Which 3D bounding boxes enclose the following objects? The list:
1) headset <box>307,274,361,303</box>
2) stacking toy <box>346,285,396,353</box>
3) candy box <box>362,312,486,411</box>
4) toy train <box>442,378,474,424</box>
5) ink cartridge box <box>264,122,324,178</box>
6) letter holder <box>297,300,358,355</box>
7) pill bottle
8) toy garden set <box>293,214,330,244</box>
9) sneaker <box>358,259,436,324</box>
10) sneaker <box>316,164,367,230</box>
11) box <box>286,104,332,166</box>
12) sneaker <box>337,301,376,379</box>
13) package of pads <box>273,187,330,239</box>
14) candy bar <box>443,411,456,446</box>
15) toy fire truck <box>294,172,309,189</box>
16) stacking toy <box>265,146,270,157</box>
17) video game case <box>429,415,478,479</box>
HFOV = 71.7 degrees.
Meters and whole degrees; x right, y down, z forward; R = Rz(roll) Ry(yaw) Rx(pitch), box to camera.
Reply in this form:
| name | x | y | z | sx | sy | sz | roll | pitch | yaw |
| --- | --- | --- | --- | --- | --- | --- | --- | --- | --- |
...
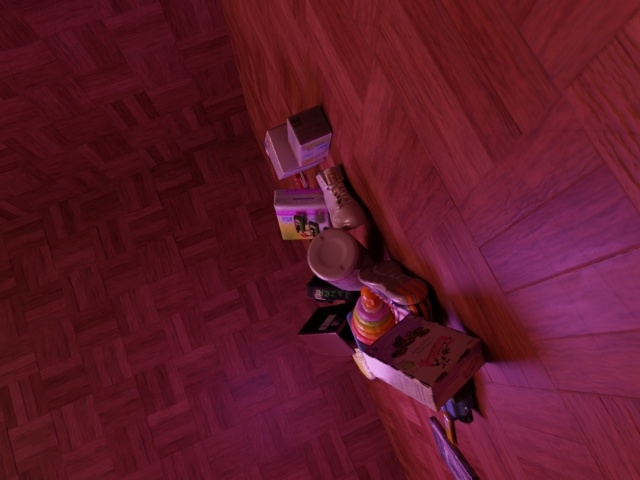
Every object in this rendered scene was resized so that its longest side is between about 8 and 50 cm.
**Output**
| name | x | y | z | sx | sy | sz | roll | pitch | yaw |
| --- | --- | --- | --- | --- | --- | --- | --- | --- | --- |
| headset | 0.084 | 0.216 | 1.786 | 0.394 | 0.243 | 0.185 | -12 | -78 | -78 |
| stacking toy | 0.167 | 0.222 | 1.420 | 0.302 | 0.166 | 0.175 | 73 | 175 | -53 |
| candy box | 0.220 | 0.250 | 0.950 | 0.196 | 0.165 | 0.070 | 14 | 129 | 52 |
| toy train | 0.332 | 0.379 | 1.104 | 0.105 | 0.080 | 0.184 | 39 | 151 | 63 |
| ink cartridge box | -0.105 | -0.348 | 1.694 | 0.233 | 0.168 | 0.171 | -168 | 56 | -80 |
| letter holder | 0.089 | 0.374 | 1.713 | 0.214 | 0.152 | 0.302 | 47 | 151 | -12 |
| pill bottle | 0.081 | 0.073 | 1.417 | 0.160 | 0.160 | 0.283 | 64 | -168 | 23 |
| toy garden set | 0.000 | 0.000 | 1.864 | 0.244 | 0.049 | 0.204 | 21 | 158 | 12 |
| sneaker | 0.205 | 0.173 | 1.206 | 0.321 | 0.125 | 0.180 | -134 | 23 | -71 |
| sneaker | 0.052 | -0.147 | 1.413 | 0.292 | 0.108 | 0.169 | -125 | 11 | -65 |
| box | -0.039 | -0.338 | 1.455 | 0.203 | 0.114 | 0.103 | 108 | 137 | -80 |
| sneaker | 0.163 | 0.463 | 2.060 | 0.147 | 0.145 | 0.384 | 11 | -132 | -50 |
| package of pads | -0.067 | -0.112 | 1.917 | 0.296 | 0.229 | 0.101 | 84 | -176 | -62 |
| candy bar | 0.413 | 0.603 | 1.414 | 0.040 | 0.018 | 0.161 | 51 | 162 | 54 |
| toy fire truck | -0.089 | -0.297 | 2.214 | 0.135 | 0.047 | 0.192 | -148 | 35 | -75 |
| stacking toy | -0.159 | -0.447 | 2.033 | 0.141 | 0.141 | 0.330 | 69 | 166 | -11 |
| video game case | 0.464 | 0.763 | 1.510 | 0.274 | 0.026 | 0.196 | -127 | 16 | -65 |
